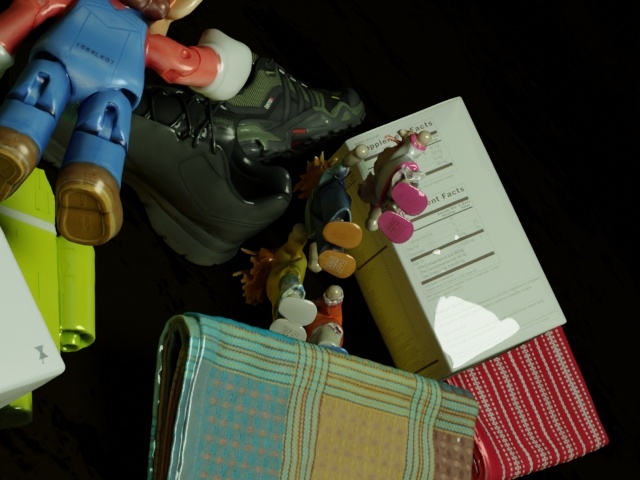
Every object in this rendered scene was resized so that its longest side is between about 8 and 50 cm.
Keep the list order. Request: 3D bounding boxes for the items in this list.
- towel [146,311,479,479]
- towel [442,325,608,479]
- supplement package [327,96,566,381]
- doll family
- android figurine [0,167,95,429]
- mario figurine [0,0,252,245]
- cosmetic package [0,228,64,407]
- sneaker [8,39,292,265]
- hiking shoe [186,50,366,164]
[{"bbox_3d":[0.001,0.223,1.609,0.370,0.040,0.271,18,72,-42],"label":"towel"},{"bbox_3d":[0.206,0.148,2.016,0.275,0.031,0.199,-7,73,-54],"label":"towel"},{"bbox_3d":[0.112,0.006,1.858,0.134,0.139,0.244,-22,83,-20],"label":"supplement package"},{"bbox_3d":[0.000,0.000,1.720,0.118,0.263,0.163,22,19,-12],"label":"doll family"},{"bbox_3d":[-0.278,0.006,1.475,0.248,0.056,0.273,25,50,-41],"label":"android figurine"},{"bbox_3d":[-0.181,-0.136,1.536,0.198,0.170,0.320,50,43,-35],"label":"mario figurine"},{"bbox_3d":[-0.329,0.088,1.198,0.224,0.224,0.138,-17,80,-56],"label":"cosmetic package"},{"bbox_3d":[-0.142,-0.095,1.653,0.286,0.130,0.109,34,44,-32],"label":"sneaker"},{"bbox_3d":[-0.039,-0.140,1.854,0.227,0.086,0.114,-21,87,-55],"label":"hiking shoe"}]
